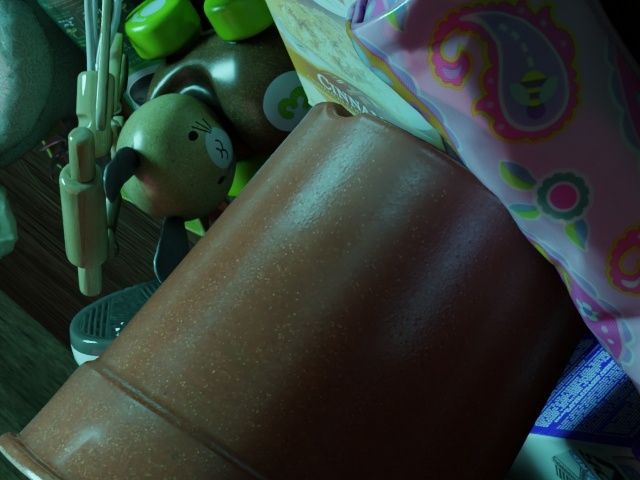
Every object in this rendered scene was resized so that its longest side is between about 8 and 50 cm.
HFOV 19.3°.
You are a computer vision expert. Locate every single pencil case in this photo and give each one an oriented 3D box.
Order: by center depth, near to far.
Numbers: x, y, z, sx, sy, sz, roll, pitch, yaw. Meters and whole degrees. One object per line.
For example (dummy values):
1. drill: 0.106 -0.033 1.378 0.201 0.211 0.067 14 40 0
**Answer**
1. pencil case: 0.137 -0.041 0.935 0.284 0.124 0.124 49 166 -14

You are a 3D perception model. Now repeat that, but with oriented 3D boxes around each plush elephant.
1. plush elephant: -0.325 -0.100 1.500 0.272 0.255 0.330 9 139 51

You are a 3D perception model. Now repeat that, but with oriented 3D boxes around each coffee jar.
1. coffee jar: -0.128 -0.149 1.443 0.096 0.079 0.184 -21 122 25

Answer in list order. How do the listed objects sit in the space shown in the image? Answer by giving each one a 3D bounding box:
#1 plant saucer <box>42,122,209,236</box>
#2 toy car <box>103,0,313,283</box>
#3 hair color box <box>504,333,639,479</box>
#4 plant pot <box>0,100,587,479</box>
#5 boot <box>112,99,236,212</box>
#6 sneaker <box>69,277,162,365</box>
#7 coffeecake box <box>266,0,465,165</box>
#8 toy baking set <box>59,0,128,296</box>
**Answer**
1. plant saucer: -0.192 -0.095 1.820 0.188 0.045 0.188 25 161 18
2. toy car: -0.081 -0.064 1.284 0.149 0.188 0.155 -8 125 37
3. hair color box: 0.234 0.158 1.221 0.185 0.110 0.339 47 168 -9
4. plant pot: 0.005 0.083 1.065 0.272 0.265 0.272 34 172 5
5. boot: -0.164 -0.146 1.601 0.269 0.089 0.236 36 171 34
6. sneaker: -0.018 0.111 1.292 0.124 0.296 0.178 -111 17 -65
7. coffeecake box: 0.038 -0.124 1.079 0.142 0.068 0.185 37 163 34
8. toy baking set: -0.156 -0.091 1.299 0.030 0.196 0.256 2 145 -2
